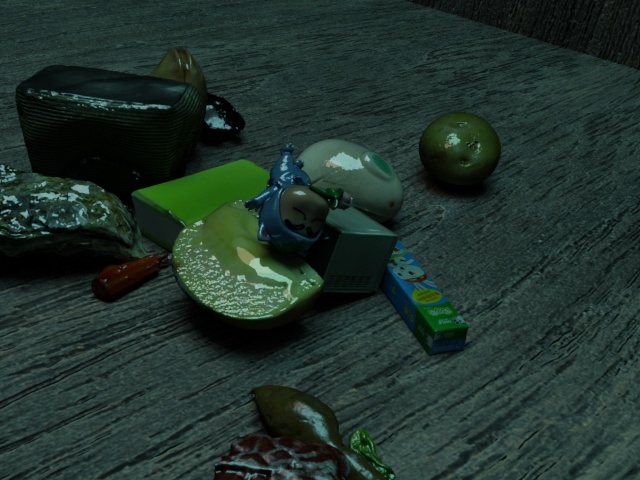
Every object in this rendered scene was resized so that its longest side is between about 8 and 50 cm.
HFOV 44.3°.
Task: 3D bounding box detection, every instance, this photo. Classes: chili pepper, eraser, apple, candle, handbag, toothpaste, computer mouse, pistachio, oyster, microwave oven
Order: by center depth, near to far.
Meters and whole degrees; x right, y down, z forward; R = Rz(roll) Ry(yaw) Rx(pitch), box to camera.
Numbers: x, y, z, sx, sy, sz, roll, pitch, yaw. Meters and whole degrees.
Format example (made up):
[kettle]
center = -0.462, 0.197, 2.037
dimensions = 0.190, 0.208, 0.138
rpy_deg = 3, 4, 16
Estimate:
[chili pepper]
center = 0.061, 0.276, 1.004
dimensions = 0.034, 0.030, 0.091
rpy_deg = 16, 22, -36
[apple]
center = -0.134, 0.061, 1.249
dimensions = 0.193, 0.120, 0.265
rpy_deg = -22, 48, -31
[candle]
center = -0.307, 0.048, 1.313
dimensions = 0.053, 0.048, 0.162
rpy_deg = 49, 42, 10
[oyster]
center = -0.459, -0.033, 1.321
dimensions = 0.350, 0.158, 0.162
rpy_deg = 16, 68, -11
[toothpaste]
center = 0.157, 0.088, 1.322
dimensions = 0.065, 0.050, 0.267
rpy_deg = -3, 32, -20
[microwave oven]
center = 0.000, 0.000, 1.351
dimensions = 0.163, 0.129, 0.205
rpy_deg = 2, 24, -44
[eraser]
center = -0.182, -0.055, 1.475
dimensions = 0.210, 0.092, 0.274
rpy_deg = 29, 36, 34
[handbag]
center = -0.410, -0.203, 1.540
dimensions = 0.340, 0.240, 0.247
rpy_deg = 5, 28, -1
[pistachio]
center = -0.325, -0.303, 1.714
dimensions = 0.162, 0.261, 0.213
rpy_deg = -4, 39, -36
[computer mouse]
center = -0.275, -0.310, 1.882
dimensions = 0.146, 0.078, 0.241
rpy_deg = -23, 41, -38

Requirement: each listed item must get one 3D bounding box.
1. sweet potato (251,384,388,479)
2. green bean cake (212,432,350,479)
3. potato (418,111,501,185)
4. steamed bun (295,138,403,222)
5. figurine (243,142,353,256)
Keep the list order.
[sweet potato]
center = -0.006, 0.245, 0.999
dimensions = 0.074, 0.075, 0.269
rpy_deg = -22, 40, -39
[green bean cake]
center = -0.065, 0.311, 0.852
dimensions = 0.198, 0.097, 0.233
rpy_deg = 8, 30, 5
[potato]
center = 0.310, -0.214, 1.771
dimensions = 0.174, 0.159, 0.251
rpy_deg = 29, 20, -7
[steamed bun]
center = 0.060, -0.125, 1.552
dimensions = 0.228, 0.131, 0.177
rpy_deg = 22, 6, 12
[figurine]
center = -0.032, -0.071, 1.222
dimensions = 0.144, 0.114, 0.178
rpy_deg = -23, 52, 29
